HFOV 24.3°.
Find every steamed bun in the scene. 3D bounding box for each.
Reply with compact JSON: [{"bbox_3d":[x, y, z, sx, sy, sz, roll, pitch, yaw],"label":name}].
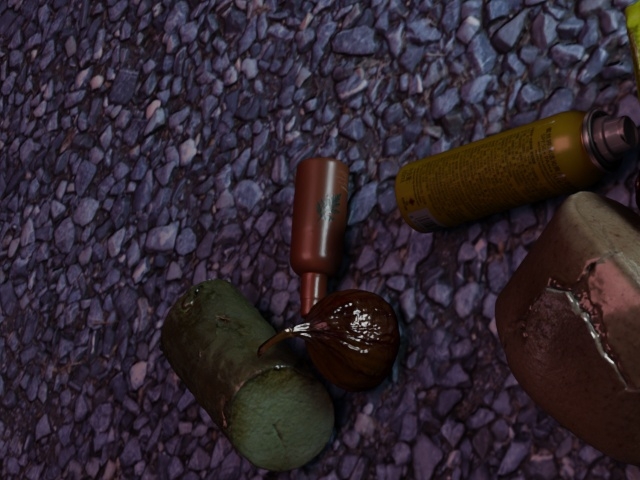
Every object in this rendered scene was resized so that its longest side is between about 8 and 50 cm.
[{"bbox_3d":[0.327,0.098,1.732,0.251,0.199,0.301,-53,46,19],"label":"steamed bun"}]

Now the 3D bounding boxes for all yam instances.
[{"bbox_3d":[-0.113,0.193,2.176,0.168,0.168,0.304,-57,41,11],"label":"yam"}]

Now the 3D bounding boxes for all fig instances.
[{"bbox_3d":[0.007,0.126,2.060,0.134,0.201,0.146,-56,36,27],"label":"fig"}]

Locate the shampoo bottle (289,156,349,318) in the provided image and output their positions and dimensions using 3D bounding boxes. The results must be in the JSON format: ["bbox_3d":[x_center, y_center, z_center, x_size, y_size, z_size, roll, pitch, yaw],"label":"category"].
[{"bbox_3d":[-0.002,0.000,2.209,0.085,0.085,0.244,-15,65,41],"label":"shampoo bottle"}]

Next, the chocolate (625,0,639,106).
[{"bbox_3d":[0.522,-0.187,1.714,0.289,0.137,0.301,-24,56,37],"label":"chocolate"}]

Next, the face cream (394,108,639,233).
[{"bbox_3d":[0.261,-0.097,1.962,0.349,0.105,0.105,-17,61,41],"label":"face cream"}]

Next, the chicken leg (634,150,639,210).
[{"bbox_3d":[0.419,-0.059,1.843,0.062,0.037,0.145,-4,70,27],"label":"chicken leg"}]
